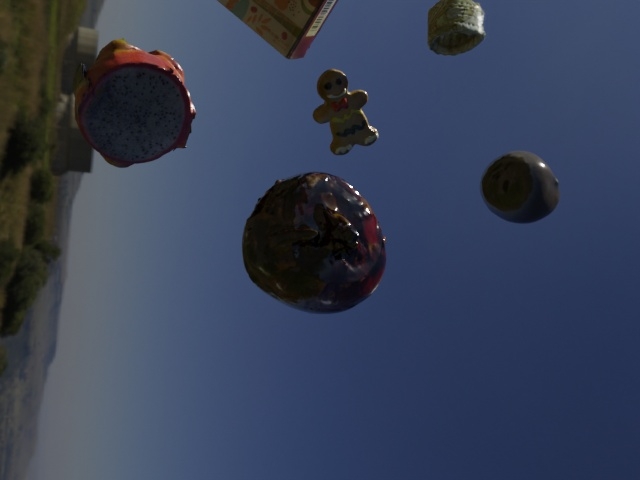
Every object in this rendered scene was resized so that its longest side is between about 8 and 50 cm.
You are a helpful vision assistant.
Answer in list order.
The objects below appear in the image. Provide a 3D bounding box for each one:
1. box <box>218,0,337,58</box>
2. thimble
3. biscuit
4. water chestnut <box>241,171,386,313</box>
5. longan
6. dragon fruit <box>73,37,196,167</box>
[{"bbox_3d":[-0.133,-0.831,1.950,0.344,0.385,0.122,-52,174,30],"label":"box"},{"bbox_3d":[0.441,-0.696,2.009,0.137,0.191,0.143,51,42,-55],"label":"thimble"},{"bbox_3d":[0.061,-0.344,1.662,0.240,0.158,0.035,63,1,-31],"label":"biscuit"},{"bbox_3d":[0.000,0.000,1.201,0.300,0.300,0.299,-176,-90,-67],"label":"water chestnut"},{"bbox_3d":[0.533,-0.140,1.663,0.197,0.220,0.196,-29,-133,36],"label":"longan"},{"bbox_3d":[-0.479,-0.358,1.566,0.225,0.306,0.305,58,-42,44],"label":"dragon fruit"}]
